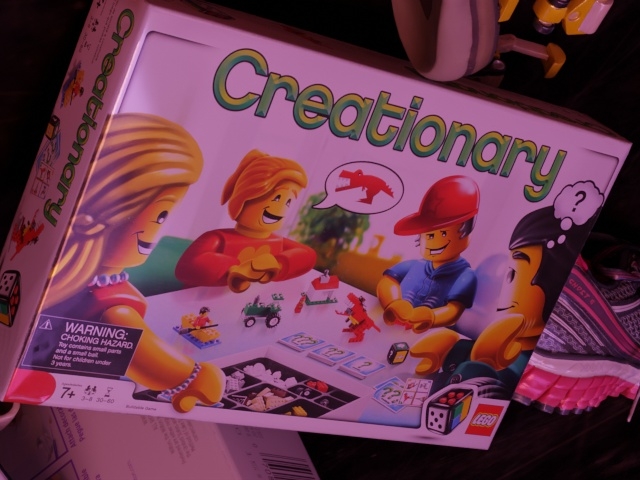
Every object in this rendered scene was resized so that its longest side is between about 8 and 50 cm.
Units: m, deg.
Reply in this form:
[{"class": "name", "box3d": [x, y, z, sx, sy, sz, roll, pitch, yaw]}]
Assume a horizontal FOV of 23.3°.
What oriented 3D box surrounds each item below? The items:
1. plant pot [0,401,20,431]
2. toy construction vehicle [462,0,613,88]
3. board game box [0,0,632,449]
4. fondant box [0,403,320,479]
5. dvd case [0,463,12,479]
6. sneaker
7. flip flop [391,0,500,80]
[{"class": "plant pot", "box3d": [-0.217, 0.067, 0.774, 0.109, 0.109, 0.096, -17, 161, -18]}, {"class": "toy construction vehicle", "box3d": [0.094, -0.114, 0.804, 0.098, 0.035, 0.086, -4, 144, -21]}, {"class": "board game box", "box3d": [0.000, 0.000, 0.771, 0.305, 0.053, 0.193, 10, 109, -37]}, {"class": "fondant box", "box3d": [-0.147, 0.215, 0.927, 0.330, 0.238, 0.096, -38, 151, 20]}, {"class": "dvd case", "box3d": [-0.207, 0.186, 0.737, 0.179, 0.029, 0.238, -36, 138, -14]}, {"class": "sneaker", "box3d": [0.217, 0.052, 1.098, 0.299, 0.121, 0.112, 1, 111, -52]}, {"class": "flip flop", "box3d": [0.029, -0.153, 0.624, 0.080, 0.112, 0.277, -9, 155, -2]}]
